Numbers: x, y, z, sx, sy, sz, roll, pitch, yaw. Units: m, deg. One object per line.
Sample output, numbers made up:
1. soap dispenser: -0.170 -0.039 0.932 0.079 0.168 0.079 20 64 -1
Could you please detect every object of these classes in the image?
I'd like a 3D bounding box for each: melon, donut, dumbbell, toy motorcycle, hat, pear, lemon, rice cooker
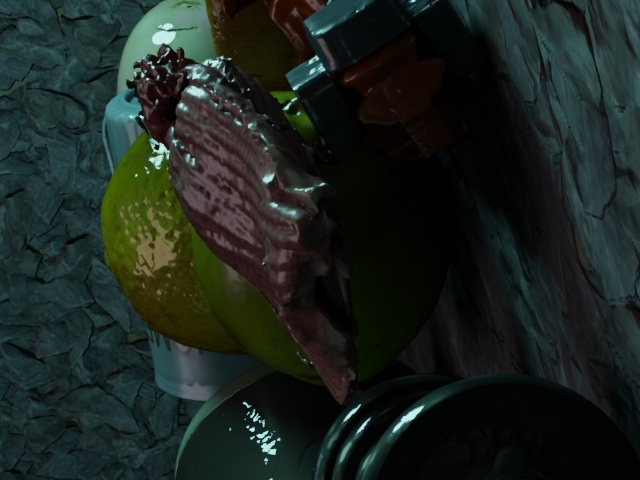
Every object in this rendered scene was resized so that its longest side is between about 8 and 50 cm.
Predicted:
1. melon: -0.125 -0.139 2.241 0.223 0.223 0.317 -115 13 -60
2. donut: -0.036 -0.232 1.578 0.226 0.114 0.226 -5 -90 -85
3. dumbbell: 0.093 0.173 1.216 0.406 0.179 0.179 144 112 -82
4. toy motorcycle: 0.021 -0.159 1.341 0.221 0.148 0.325 54 -177 -19
5. hat: -0.043 -0.038 1.301 0.286 0.107 0.236 52 160 36
6. pear: 0.000 0.000 1.503 0.212 0.212 0.269 -113 4 -54
7. lemon: -0.070 -0.016 1.732 0.253 0.310 0.253 49 -149 -43
8. rice cooker: 0.018 0.271 1.714 0.288 0.288 0.277 82 171 -45

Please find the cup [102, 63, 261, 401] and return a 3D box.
1. cup: -0.085 -0.031 2.018 0.331 0.257 0.311 -121 19 -72
